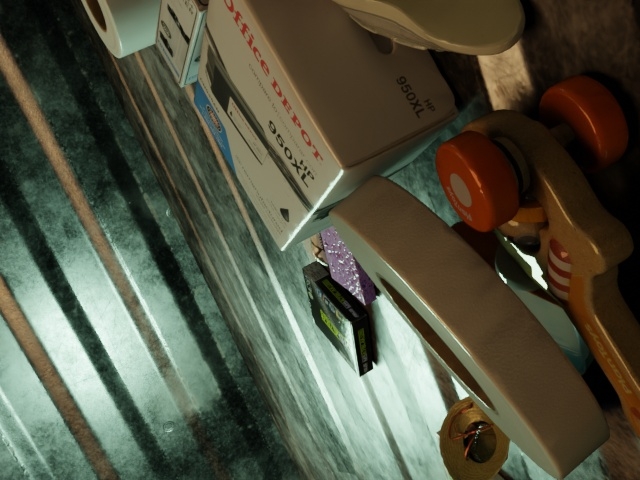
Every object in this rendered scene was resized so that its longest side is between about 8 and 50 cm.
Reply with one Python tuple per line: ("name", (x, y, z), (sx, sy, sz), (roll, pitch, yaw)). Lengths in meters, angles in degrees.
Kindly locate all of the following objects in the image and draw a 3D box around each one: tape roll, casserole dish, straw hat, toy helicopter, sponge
("tape roll", (-0.383, -0.511, 1.461), (0.246, 0.169, 0.246), (52, 161, 27))
("casserole dish", (0.247, 0.084, 0.834), (0.188, 0.037, 0.114), (20, 136, 65))
("tape roll", (0.155, 0.093, 0.826), (0.392, 0.072, 0.392), (49, 177, 3))
("straw hat", (0.251, 0.308, 1.106), (0.061, 0.145, 0.144), (27, 180, -30))
("toy helicopter", (0.228, 0.045, 0.665), (0.355, 0.140, 0.235), (60, 170, 9))
("sponge", (0.040, 0.009, 1.297), (0.117, 0.031, 0.210), (40, 152, 49))

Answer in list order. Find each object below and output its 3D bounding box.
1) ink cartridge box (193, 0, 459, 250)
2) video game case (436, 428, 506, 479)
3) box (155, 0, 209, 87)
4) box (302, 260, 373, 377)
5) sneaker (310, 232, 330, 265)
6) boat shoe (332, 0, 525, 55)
("ink cartridge box", (-0.022, -0.181, 0.964), (0.286, 0.166, 0.395), (59, 162, 5))
("video game case", (0.302, 0.493, 1.313), (0.204, 0.025, 0.285), (35, 149, 54))
("box", (-0.141, -0.337, 1.057), (0.087, 0.169, 0.290), (62, 161, 0))
("box", (0.036, 0.163, 1.519), (0.191, 0.045, 0.184), (47, 155, 40))
("sneaker", (0.000, 0.000, 1.382), (0.109, 0.040, 0.043), (63, 160, -6))
("boat shoe", (0.103, -0.227, 0.710), (0.227, 0.079, 0.081), (31, -178, 32))
